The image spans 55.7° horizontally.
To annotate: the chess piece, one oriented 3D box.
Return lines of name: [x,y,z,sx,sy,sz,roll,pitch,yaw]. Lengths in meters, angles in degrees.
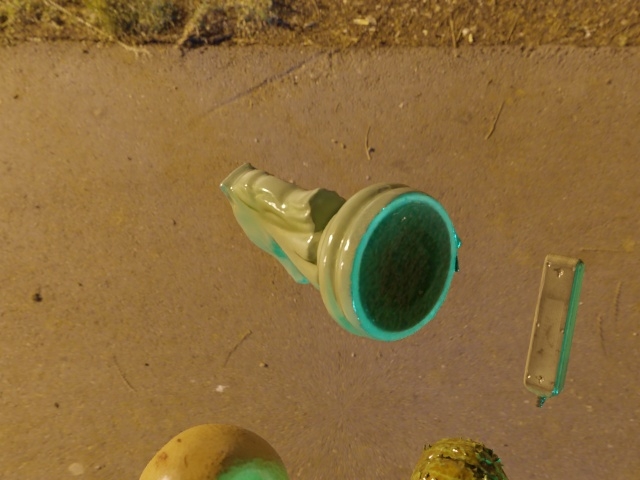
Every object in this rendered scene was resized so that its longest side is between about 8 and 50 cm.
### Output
chess piece: [0.000,0.000,0.733,0.298,0.176,0.175,19,72,47]

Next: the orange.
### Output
orange: [0.308,0.581,1.302,0.223,0.301,0.300,6,75,28]

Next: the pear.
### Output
pear: [-0.227,0.561,1.286,0.349,0.348,0.348,-1,74,2]

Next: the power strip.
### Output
power strip: [0.574,0.227,1.498,0.092,0.066,0.387,14,99,42]
